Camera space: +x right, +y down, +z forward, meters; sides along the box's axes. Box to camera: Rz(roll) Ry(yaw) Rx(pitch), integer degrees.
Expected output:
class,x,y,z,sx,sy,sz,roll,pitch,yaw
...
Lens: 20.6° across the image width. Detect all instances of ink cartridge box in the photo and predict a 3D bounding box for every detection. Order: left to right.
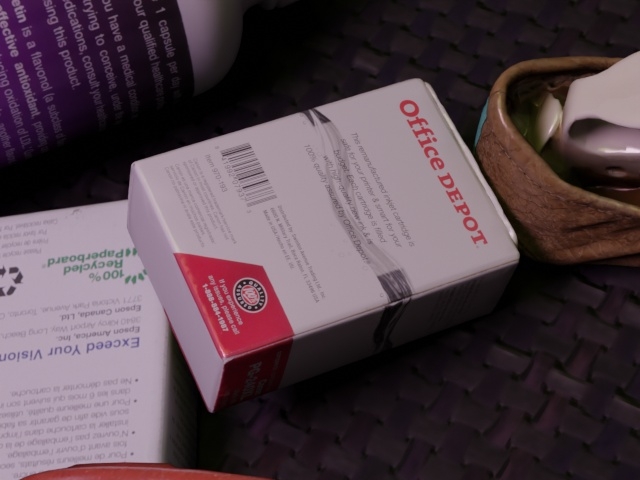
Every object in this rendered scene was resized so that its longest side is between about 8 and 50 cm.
class,x,y,z,sx,sy,sz,roll,pitch,yaw
ink cartridge box,-0.220,0.149,0.833,0.324,0.071,0.330,-7,60,13
ink cartridge box,0.000,0.000,0.815,0.150,0.063,0.109,-18,64,-19

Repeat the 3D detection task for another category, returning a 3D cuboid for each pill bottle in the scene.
class,x,y,z,sx,sy,sz,roll,pitch,yaw
pill bottle,-0.166,-0.131,0.896,0.323,0.181,0.181,-21,55,-10

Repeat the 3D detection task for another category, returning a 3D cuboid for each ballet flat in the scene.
class,x,y,z,sx,sy,sz,roll,pitch,yaw
ballet flat,0.228,-0.043,0.764,0.342,0.124,0.116,4,64,21

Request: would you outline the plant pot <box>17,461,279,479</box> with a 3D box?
class,x,y,z,sx,sy,sz,roll,pitch,yaw
plant pot,-0.036,0.228,0.583,0.272,0.272,0.265,2,68,20
